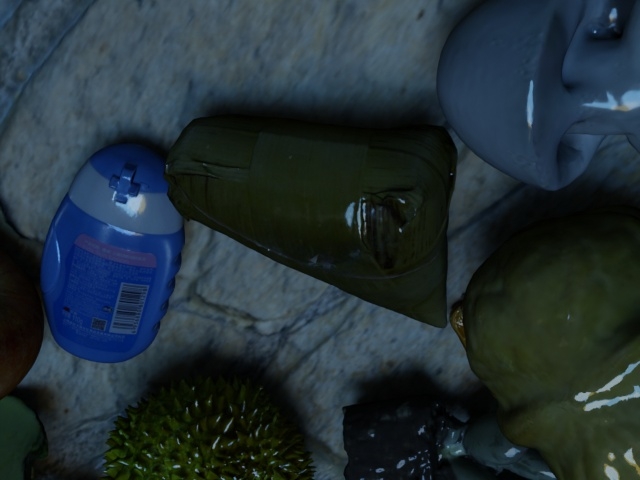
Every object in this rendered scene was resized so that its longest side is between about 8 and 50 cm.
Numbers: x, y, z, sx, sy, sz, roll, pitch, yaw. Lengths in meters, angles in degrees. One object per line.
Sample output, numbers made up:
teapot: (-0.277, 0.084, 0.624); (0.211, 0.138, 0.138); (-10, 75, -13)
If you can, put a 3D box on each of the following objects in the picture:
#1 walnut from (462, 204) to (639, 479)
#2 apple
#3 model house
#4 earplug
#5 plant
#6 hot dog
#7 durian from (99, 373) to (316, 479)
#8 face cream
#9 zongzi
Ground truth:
walnut: (0.282, 0.108, 0.744); (0.253, 0.277, 0.282); (-14, 91, 36)
apple: (-0.415, 0.096, 0.853); (0.188, 0.211, 0.211); (-39, 110, 23)
model house: (-0.421, 0.327, 1.012); (0.195, 0.214, 0.189); (-12, 132, 0)
earplug: (0.264, -0.156, 0.673); (0.325, 0.175, 0.214); (-13, 123, 2)
plant: (0.164, 0.245, 0.925); (0.274, 0.149, 0.147); (-13, 82, 8)
hot dog: (0.191, 0.122, 0.887); (0.056, 0.041, 0.133); (-36, 76, 46)
durian: (-0.145, 0.282, 0.946); (0.291, 0.225, 0.291); (-20, 146, -14)
face cream: (-0.226, 0.013, 0.857); (0.149, 0.083, 0.264); (18, 121, -7)
zongzi: (0.000, 0.000, 0.822); (0.273, 0.145, 0.300); (8, 146, 16)
